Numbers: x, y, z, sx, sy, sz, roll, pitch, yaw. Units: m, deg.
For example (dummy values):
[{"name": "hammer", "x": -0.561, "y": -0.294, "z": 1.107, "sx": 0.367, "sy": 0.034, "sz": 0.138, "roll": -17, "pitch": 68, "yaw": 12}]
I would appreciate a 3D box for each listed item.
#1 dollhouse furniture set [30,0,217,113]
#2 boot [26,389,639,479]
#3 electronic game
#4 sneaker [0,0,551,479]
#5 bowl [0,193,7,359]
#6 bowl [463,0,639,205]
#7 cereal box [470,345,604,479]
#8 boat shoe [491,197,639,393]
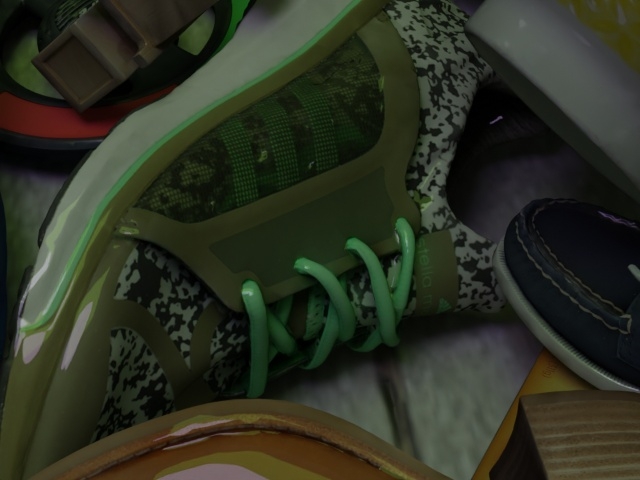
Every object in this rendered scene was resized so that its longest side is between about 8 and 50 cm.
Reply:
[{"name": "dollhouse furniture set", "x": -0.110, "y": -0.185, "z": 0.615, "sx": 0.182, "sy": 0.161, "sz": 0.101, "roll": -23, "pitch": 24, "yaw": 47}, {"name": "boot", "x": 0.019, "y": 0.168, "z": 0.378, "sx": 0.284, "sy": 0.109, "sz": 0.220, "roll": -3, "pitch": 48, "yaw": -7}, {"name": "electronic game", "x": -0.137, "y": -0.134, "z": 0.751, "sx": 0.229, "sy": 0.048, "sz": 0.229, "roll": -3, "pitch": 48, "yaw": 3}, {"name": "sneaker", "x": 0.000, "y": 0.000, "z": 0.563, "sx": 0.182, "sy": 0.158, "sz": 0.410, "roll": 26, "pitch": 59, "yaw": 13}, {"name": "bowl", "x": -0.348, "y": 0.050, "z": 0.591, "sx": 0.391, "sy": 0.077, "sz": 0.391, "roll": -3, "pitch": 49, "yaw": 3}, {"name": "bowl", "x": 0.153, "y": -0.105, "z": 0.484, "sx": 0.156, "sy": 0.289, "sz": 0.289, "roll": -45, "pitch": 53, "yaw": 7}, {"name": "cereal box", "x": 0.176, "y": 0.141, "z": 0.471, "sx": 0.240, "sy": 0.047, "sz": 0.173, "roll": 20, "pitch": 52, "yaw": 23}, {"name": "boat shoe", "x": 0.179, "y": 0.042, "z": 0.477, "sx": 0.095, "sy": 0.079, "sz": 0.254, "roll": -31, "pitch": 51, "yaw": -26}]
